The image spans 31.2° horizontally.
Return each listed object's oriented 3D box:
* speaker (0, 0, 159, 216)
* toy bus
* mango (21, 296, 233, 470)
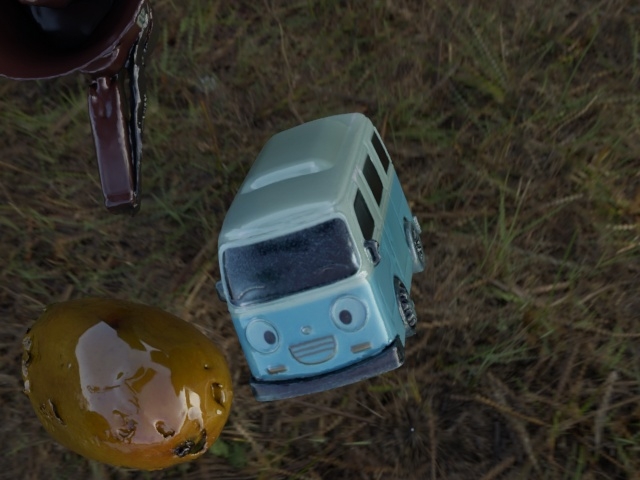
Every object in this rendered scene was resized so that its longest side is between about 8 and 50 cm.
[{"bbox_3d":[-0.198,-0.184,1.059,0.198,0.329,0.259,-36,82,2],"label":"speaker"},{"bbox_3d":[0.000,0.000,0.960,0.133,0.271,0.164,-16,110,14],"label":"toy bus"},{"bbox_3d":[-0.190,0.124,1.081,0.156,0.151,0.249,-34,34,-32],"label":"mango"}]
